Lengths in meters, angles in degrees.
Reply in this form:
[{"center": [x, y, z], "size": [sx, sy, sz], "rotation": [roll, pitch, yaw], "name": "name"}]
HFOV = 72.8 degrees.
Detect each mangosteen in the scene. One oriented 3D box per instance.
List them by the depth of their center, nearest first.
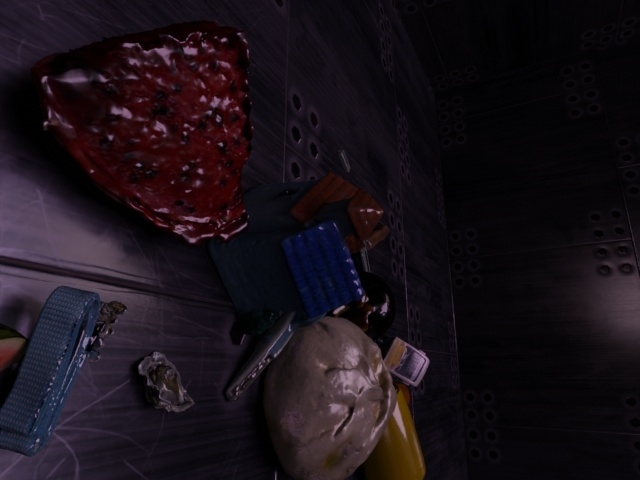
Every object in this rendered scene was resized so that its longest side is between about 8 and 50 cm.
[{"center": [0.093, 0.170, 1.146], "size": [0.230, 0.194, 0.194], "rotation": [23, 62, -54], "name": "mangosteen"}]

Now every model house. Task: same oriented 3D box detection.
[{"center": [0.000, 0.000, 0.852], "size": [0.295, 0.329, 0.251], "rotation": [-52, 125, -53], "name": "model house"}]

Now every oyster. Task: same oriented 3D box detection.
[{"center": [-0.236, 0.217, 0.655], "size": [0.100, 0.037, 0.098], "rotation": [63, 6, 7], "name": "oyster"}]

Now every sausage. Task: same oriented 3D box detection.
[{"center": [0.234, 0.517, 1.425], "size": [0.238, 0.098, 0.098], "rotation": [28, 58, -61], "name": "sausage"}]

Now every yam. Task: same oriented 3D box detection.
[{"center": [0.193, -0.011, 1.547], "size": [0.241, 0.057, 0.056], "rotation": [-28, 108, -60], "name": "yam"}]

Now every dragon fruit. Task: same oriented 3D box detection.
[{"center": [-0.254, -0.148, 0.665], "size": [0.286, 0.228, 0.329], "rotation": [-29, 134, -29], "name": "dragon fruit"}]

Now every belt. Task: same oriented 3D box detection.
[{"center": [-0.300, 0.144, 0.497], "size": [0.100, 0.065, 0.179], "rotation": [105, 2, -73], "name": "belt"}]

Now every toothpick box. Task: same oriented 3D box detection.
[{"center": [0.186, 0.545, 1.231], "size": [0.175, 0.175, 0.271], "rotation": [-19, 97, -63], "name": "toothpick box"}]

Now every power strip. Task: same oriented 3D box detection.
[{"center": [0.079, -0.260, 1.428], "size": [0.083, 0.017, 0.027], "rotation": [64, 33, -29], "name": "power strip"}]

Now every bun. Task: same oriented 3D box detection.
[{"center": [0.043, 0.345, 0.953], "size": [0.365, 0.219, 0.365], "rotation": [23, 63, -56], "name": "bun"}]

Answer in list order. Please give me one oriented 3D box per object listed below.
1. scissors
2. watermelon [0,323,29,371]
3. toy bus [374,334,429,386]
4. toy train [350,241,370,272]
[{"center": [-0.092, 0.201, 0.870], "size": [0.289, 0.138, 0.041], "rotation": [-50, 127, -38], "name": "scissors"}, {"center": [-0.367, 0.108, 0.409], "size": [0.069, 0.087, 0.163], "rotation": [44, 25, 8], "name": "watermelon"}, {"center": [0.200, 0.345, 1.224], "size": [0.097, 0.138, 0.342], "rotation": [-57, 173, -15], "name": "toy bus"}, {"center": [0.098, 0.039, 1.298], "size": [0.088, 0.087, 0.406], "rotation": [-18, 98, -67], "name": "toy train"}]
